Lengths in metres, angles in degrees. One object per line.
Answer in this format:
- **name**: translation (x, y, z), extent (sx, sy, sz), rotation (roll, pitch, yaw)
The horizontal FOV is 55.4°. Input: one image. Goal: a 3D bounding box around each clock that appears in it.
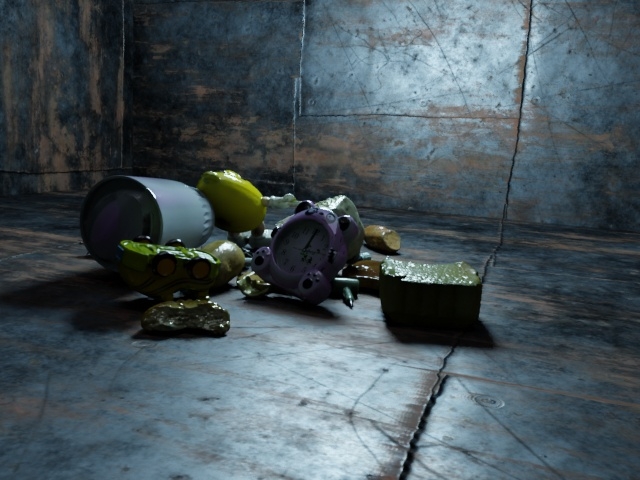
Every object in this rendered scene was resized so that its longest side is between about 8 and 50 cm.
- **clock**: translation (-0.034, 0.025, 1.573), extent (0.228, 0.248, 0.090), rotation (23, -17, 31)

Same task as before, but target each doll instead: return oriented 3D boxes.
- **doll**: translation (-0.257, -0.089, 2.055), extent (0.348, 0.161, 0.423), rotation (10, -30, -14)

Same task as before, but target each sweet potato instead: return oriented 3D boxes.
- **sweet potato**: translation (0.225, -0.013, 2.329), extent (0.097, 0.097, 0.252), rotation (-1, 12, -22)

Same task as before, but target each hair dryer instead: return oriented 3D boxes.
- **hair dryer**: translation (0.072, 0.137, 1.577), extent (0.071, 0.047, 0.150), rotation (3, 16, -7)

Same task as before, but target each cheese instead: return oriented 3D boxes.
- **cheese**: translation (-0.174, 0.124, 1.563), extent (0.084, 0.041, 0.060), rotation (25, 20, 7)

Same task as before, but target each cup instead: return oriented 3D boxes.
- **cup**: translation (-0.475, -0.057, 1.730), extent (0.253, 0.253, 0.371), rotation (6, 7, 16)

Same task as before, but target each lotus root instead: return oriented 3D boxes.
- **lotus root**: translation (-0.274, 0.057, 1.663), extent (0.125, 0.118, 0.221), rotation (30, 30, 3)

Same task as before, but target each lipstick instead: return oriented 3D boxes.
- **lipstick**: translation (0.115, 0.064, 2.022), extent (0.116, 0.037, 0.037), rotation (-8, 15, -37)

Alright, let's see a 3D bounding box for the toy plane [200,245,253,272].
- **toy plane**: translation (-0.268, 0.065, 1.821), extent (0.226, 0.058, 0.226), rotation (12, 1, 22)

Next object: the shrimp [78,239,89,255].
- **shrimp**: translation (-0.674, 0.020, 1.926), extent (0.190, 0.073, 0.075), rotation (12, -34, -5)

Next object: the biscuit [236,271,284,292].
- **biscuit**: translation (-0.113, 0.112, 1.675), extent (0.226, 0.036, 0.166), rotation (6, 9, 13)

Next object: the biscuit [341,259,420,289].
- **biscuit**: translation (0.193, 0.105, 1.769), extent (0.257, 0.049, 0.273), rotation (3, 8, 16)

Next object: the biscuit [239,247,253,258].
- **biscuit**: translation (-0.252, 0.040, 1.883), extent (0.089, 0.027, 0.087), rotation (22, -17, -14)

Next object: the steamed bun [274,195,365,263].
- **steamed bun**: translation (0.000, 0.000, 1.819), extent (0.275, 0.206, 0.320), rotation (-30, 12, -5)

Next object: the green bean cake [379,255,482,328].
- **green bean cake**: translation (0.260, 0.122, 1.477), extent (0.236, 0.124, 0.233), rotation (4, 11, 4)

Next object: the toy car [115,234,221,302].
- **toy car**: translation (-0.370, 0.079, 1.468), extent (0.248, 0.142, 0.200), rotation (8, 8, -31)

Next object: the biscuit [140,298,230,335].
- **biscuit**: translation (-0.285, 0.157, 1.291), extent (0.183, 0.061, 0.118), rotation (1, 9, -12)
